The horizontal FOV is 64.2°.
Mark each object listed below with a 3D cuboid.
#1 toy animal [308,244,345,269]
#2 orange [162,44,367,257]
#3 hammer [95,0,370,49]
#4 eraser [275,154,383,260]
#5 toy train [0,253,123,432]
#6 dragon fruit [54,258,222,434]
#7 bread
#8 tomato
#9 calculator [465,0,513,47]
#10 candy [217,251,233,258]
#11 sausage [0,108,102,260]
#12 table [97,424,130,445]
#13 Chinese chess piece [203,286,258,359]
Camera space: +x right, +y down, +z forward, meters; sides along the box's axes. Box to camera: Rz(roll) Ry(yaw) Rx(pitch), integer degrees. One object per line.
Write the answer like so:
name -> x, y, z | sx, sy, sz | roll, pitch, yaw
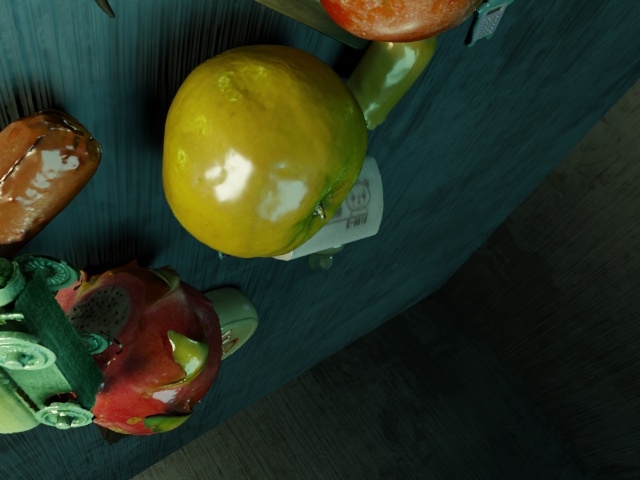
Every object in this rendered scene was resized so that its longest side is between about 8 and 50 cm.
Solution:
toy animal -> -0.002, -0.002, 1.222 | 0.125, 0.127, 0.251 | -60, 175, -19
orange -> -0.074, -0.114, 0.660 | 0.279, 0.235, 0.279 | -47, 170, -11
hammer -> -0.062, -0.284, 0.563 | 0.440, 0.044, 0.168 | -8, 145, -53
eraser -> 0.010, -0.073, 1.001 | 0.095, 0.173, 0.270 | 6, -165, 43
toy train -> -0.354, 0.120, 0.586 | 0.190, 0.126, 0.307 | 5, 141, -2
dragon fruit -> -0.308, 0.161, 0.817 | 0.291, 0.290, 0.189 | -37, 154, -1
bread -> 0.109, -0.267, 0.788 | 0.173, 0.085, 0.134 | -52, -179, 41
tomato -> 0.072, -0.309, 0.504 | 0.189, 0.231, 0.232 | -10, 164, 12
calculator -> 0.315, -0.420, 0.939 | 0.094, 0.019, 0.141 | -28, 159, -17
candy -> -0.157, 0.012, 1.066 | 0.043, 0.045, 0.175 | -31, 165, 33
sausage -> -0.373, -0.017, 0.558 | 0.330, 0.102, 0.102 | -41, 160, 7
table -> -0.422, 0.311, 1.103 | 0.173, 0.169, 0.193 | -23, 157, -34
Chinese chess piece -> -0.281, 0.228, 1.255 | 0.273, 0.102, 0.273 | -32, 159, -14
